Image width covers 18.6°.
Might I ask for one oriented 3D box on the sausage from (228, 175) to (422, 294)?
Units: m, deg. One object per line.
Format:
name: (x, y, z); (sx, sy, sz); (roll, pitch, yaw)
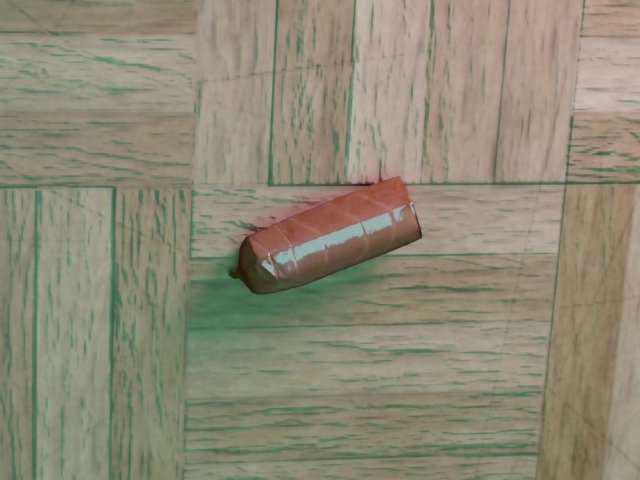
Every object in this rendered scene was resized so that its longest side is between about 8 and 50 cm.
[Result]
sausage: (0.000, 0.000, 1.685); (0.169, 0.065, 0.065); (-21, 113, -3)
